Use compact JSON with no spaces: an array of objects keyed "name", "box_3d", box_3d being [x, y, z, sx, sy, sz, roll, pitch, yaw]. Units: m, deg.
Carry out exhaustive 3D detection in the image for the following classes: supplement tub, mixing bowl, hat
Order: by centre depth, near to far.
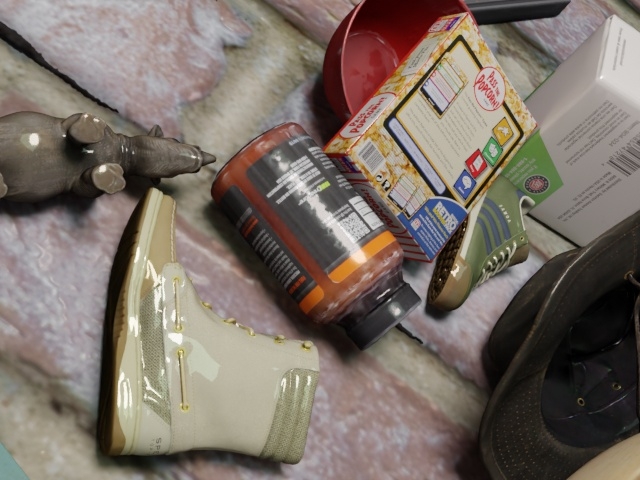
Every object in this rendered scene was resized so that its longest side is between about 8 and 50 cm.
[{"name":"supplement tub","box_3d":[0.000,0.000,0.742,0.106,0.106,0.198,-34,81,-37]},{"name":"hat","box_3d":[0.251,0.089,0.786,0.331,0.331,0.134,-4,25,-30]},{"name":"mixing bowl","box_3d":[0.070,-0.170,0.864,0.181,0.098,0.181,-4,97,-33]}]

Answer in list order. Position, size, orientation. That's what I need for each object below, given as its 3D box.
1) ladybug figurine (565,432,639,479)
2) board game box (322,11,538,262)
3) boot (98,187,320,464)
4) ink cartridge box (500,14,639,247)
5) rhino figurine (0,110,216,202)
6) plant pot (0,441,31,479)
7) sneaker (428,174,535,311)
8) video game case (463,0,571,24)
[{"name":"ladybug figurine","box_3d":[0.286,0.315,0.629,0.449,0.161,0.305,-34,38,-31]},{"name":"board game box","box_3d":[0.111,-0.098,0.812,0.193,0.045,0.146,-49,118,-19]},{"name":"boot","box_3d":[-0.084,0.069,0.675,0.165,0.077,0.213,10,63,-22]},{"name":"ink cartridge box","box_3d":[0.350,-0.077,0.912,0.273,0.198,0.114,31,51,-9]},{"name":"rhino figurine","box_3d":[-0.196,-0.068,0.684,0.243,0.106,0.073,-5,95,-31]},{"name":"plant pot","box_3d":[-0.253,0.224,0.448,0.165,0.166,0.234,50,44,6]},{"name":"sneaker","box_3d":[0.173,0.004,0.855,0.086,0.064,0.192,27,50,-5]},{"name":"video game case","box_3d":[0.171,-0.391,1.106,0.275,0.035,0.248,-15,71,-34]}]
